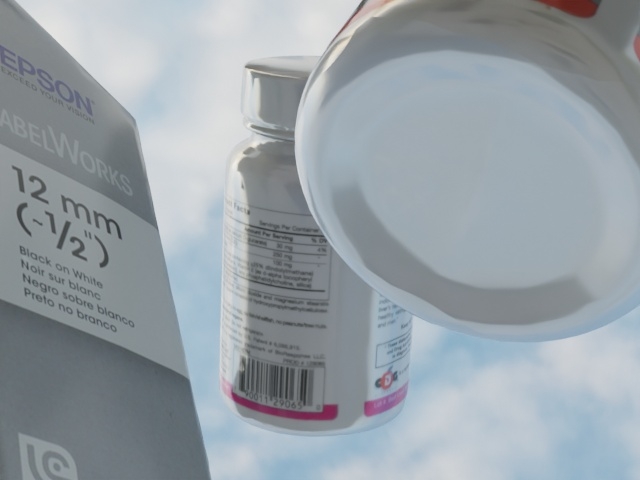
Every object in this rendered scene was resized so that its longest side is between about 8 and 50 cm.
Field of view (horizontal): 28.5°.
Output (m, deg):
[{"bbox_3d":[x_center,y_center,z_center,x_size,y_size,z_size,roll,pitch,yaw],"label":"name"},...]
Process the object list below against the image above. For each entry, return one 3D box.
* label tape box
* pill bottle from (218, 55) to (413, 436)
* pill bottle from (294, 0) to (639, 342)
[{"bbox_3d":[-0.186,0.039,0.526,0.249,0.115,0.348,-36,-133,23],"label":"label tape box"},{"bbox_3d":[0.000,0.000,1.022,0.160,0.160,0.283,7,-74,12],"label":"pill bottle"},{"bbox_3d":[0.143,-0.128,0.754,0.210,0.210,0.363,16,-138,15],"label":"pill bottle"}]
